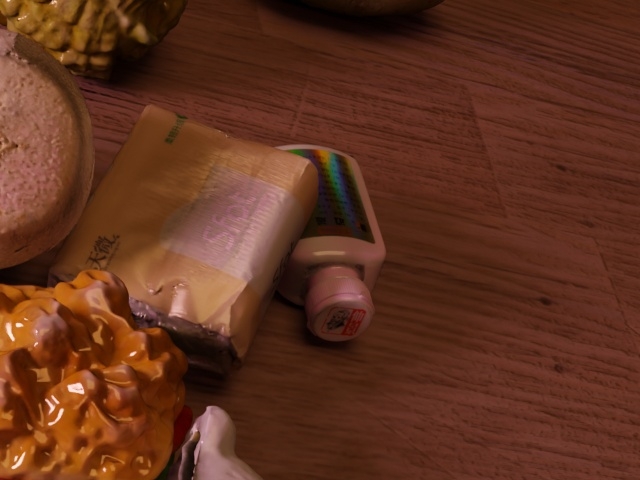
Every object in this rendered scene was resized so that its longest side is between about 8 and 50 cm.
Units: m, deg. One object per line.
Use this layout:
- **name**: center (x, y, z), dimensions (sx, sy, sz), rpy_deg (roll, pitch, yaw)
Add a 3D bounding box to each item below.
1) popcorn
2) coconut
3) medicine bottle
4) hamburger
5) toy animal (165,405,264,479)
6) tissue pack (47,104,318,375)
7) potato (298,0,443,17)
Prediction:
- **popcorn**: center (-0.248, -0.292, 1.545), dimensions (0.237, 0.206, 0.251), rpy_deg (-10, 36, -20)
- **coconut**: center (-0.308, -0.069, 1.233), dimensions (0.224, 0.234, 0.224), rpy_deg (2, 86, -40)
- **medicine bottle**: center (0.000, 0.000, 1.440), dimensions (0.115, 0.078, 0.219), rpy_deg (4, 43, -19)
- **hamburger**: center (-0.208, 0.120, 1.121), dimensions (0.237, 0.149, 0.237), rpy_deg (17, 39, -15)
- **toy animal**: center (-0.016, 0.269, 1.047), dimensions (0.289, 0.174, 0.249), rpy_deg (32, 26, 9)
- **tissue pack**: center (-0.119, -0.002, 1.322), dimensions (0.186, 0.090, 0.222), rpy_deg (21, 52, 7)
- **potato**: center (0.038, -0.378, 1.830), dimensions (0.307, 0.173, 0.210), rpy_deg (11, 38, -16)
